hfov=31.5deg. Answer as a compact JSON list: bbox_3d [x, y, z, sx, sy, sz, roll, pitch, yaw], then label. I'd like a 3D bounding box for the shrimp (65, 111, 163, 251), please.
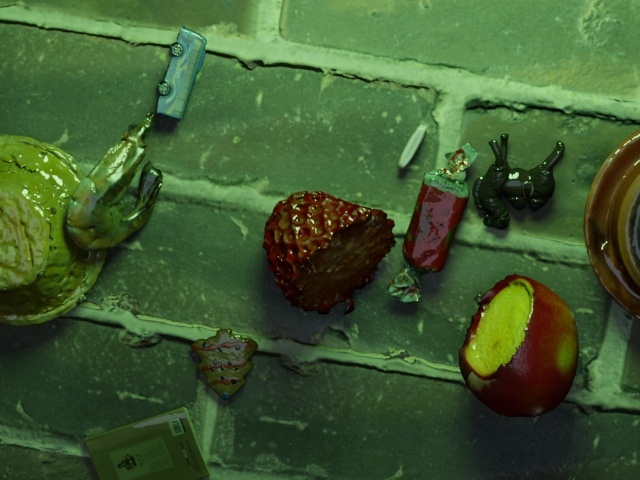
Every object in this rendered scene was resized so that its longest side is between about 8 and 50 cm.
[{"bbox_3d":[-0.326,-0.087,1.920,0.254,0.059,0.145,-54,127,-14],"label":"shrimp"}]

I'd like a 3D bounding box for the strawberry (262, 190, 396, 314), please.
[{"bbox_3d":[0.000,0.000,1.894,0.234,0.234,0.178,-50,61,10],"label":"strawberry"}]

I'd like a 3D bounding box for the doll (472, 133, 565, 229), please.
[{"bbox_3d":[0.326,-0.094,1.890,0.139,0.057,0.165,9,108,2],"label":"doll"}]

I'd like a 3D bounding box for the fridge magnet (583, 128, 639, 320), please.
[{"bbox_3d":[0.609,-0.025,1.824,0.364,0.155,0.363,1,98,5],"label":"fridge magnet"}]

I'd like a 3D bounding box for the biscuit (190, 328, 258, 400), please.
[{"bbox_3d":[-0.167,0.220,1.999,0.120,0.019,0.129,-3,99,6],"label":"biscuit"}]

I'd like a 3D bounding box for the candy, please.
[{"bbox_3d":[0.190,-0.028,1.909,0.086,0.059,0.292,18,101,1],"label":"candy"}]

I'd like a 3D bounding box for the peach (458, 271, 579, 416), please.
[{"bbox_3d":[0.324,0.171,1.864,0.196,0.190,0.226,-8,105,15],"label":"peach"}]

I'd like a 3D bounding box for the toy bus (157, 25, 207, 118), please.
[{"bbox_3d":[-0.236,-0.282,1.911,0.061,0.051,0.153,18,100,-11],"label":"toy bus"}]

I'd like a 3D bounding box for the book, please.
[{"bbox_3d":[-0.311,0.390,2.041,0.199,0.016,0.138,-18,97,7],"label":"book"}]

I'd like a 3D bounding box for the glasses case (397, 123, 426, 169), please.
[{"bbox_3d":[0.154,-0.157,1.904,0.021,0.032,0.083,29,102,3],"label":"glasses case"}]

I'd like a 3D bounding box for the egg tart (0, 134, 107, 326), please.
[{"bbox_3d":[-0.530,-0.013,1.937,0.342,0.132,0.341,1,98,5],"label":"egg tart"}]
